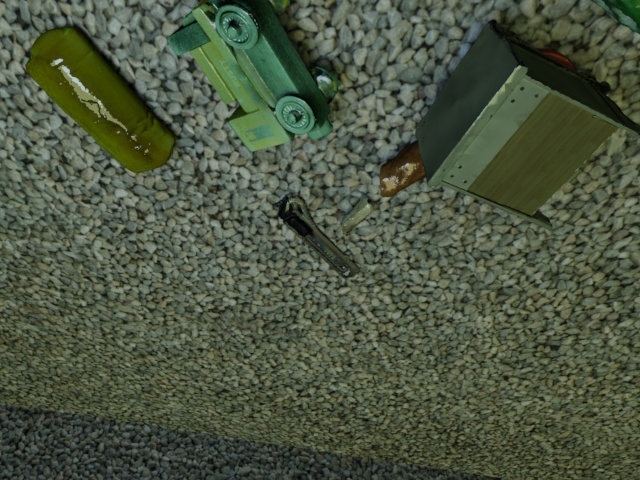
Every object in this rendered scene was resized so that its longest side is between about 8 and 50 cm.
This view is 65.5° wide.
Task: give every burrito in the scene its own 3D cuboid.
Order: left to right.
[{"bbox_3d":[0.098,-0.066,1.401,0.055,0.041,0.149,20,132,-30],"label":"burrito"}]

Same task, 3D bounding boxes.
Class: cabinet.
[{"bbox_3d":[0.417,-0.229,1.037,0.318,0.227,0.289,19,129,-16],"label":"cabinet"}]

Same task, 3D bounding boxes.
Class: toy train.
[{"bbox_3d":[-0.138,-0.365,1.058,0.254,0.160,0.397,-5,134,38],"label":"toy train"}]

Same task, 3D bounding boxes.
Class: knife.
[{"bbox_3d":[-0.001,0.004,1.474,0.089,0.043,0.365,-25,126,26],"label":"knife"}]

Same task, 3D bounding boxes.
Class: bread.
[{"bbox_3d":[-0.521,-0.314,1.189,0.166,0.112,0.383,-23,127,23],"label":"bread"}]

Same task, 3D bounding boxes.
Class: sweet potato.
[{"bbox_3d":[0.240,-0.201,1.237,0.252,0.097,0.097,-38,119,22],"label":"sweet potato"}]

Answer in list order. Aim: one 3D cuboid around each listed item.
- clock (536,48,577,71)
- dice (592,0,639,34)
[{"bbox_3d":[0.475,-0.328,1.126,0.206,0.051,0.205,3,133,3],"label":"clock"},{"bbox_3d":[0.547,-0.530,0.782,0.297,0.286,0.300,33,126,-26],"label":"dice"}]
